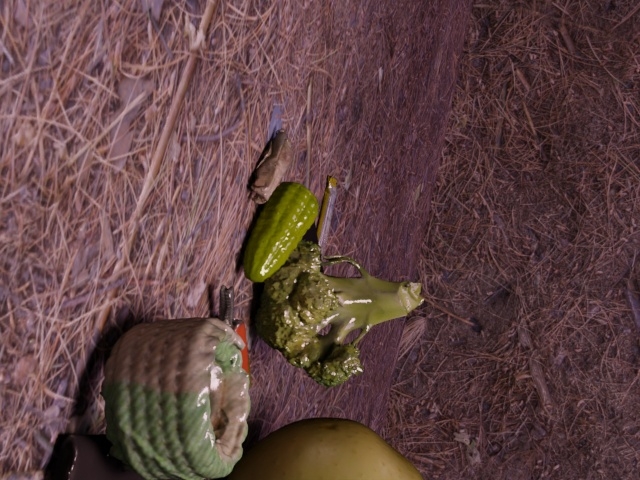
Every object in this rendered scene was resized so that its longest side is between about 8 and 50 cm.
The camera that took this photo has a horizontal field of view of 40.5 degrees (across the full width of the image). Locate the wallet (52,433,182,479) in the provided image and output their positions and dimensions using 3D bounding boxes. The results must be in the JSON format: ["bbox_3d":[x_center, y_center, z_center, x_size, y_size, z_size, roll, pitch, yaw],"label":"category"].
[{"bbox_3d":[-0.274,0.359,1.185,0.377,0.051,0.197,39,62,-71],"label":"wallet"}]

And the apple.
[{"bbox_3d":[0.009,0.561,1.652,0.473,0.473,0.474,12,90,-75],"label":"apple"}]

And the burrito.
[{"bbox_3d":[-0.084,-0.127,1.518,0.055,0.041,0.149,66,36,-43],"label":"burrito"}]

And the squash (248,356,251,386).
[{"bbox_3d":[-0.143,0.236,1.606,0.027,0.027,0.083,-58,155,-51],"label":"squash"}]

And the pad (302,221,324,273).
[{"bbox_3d":[-0.029,0.052,1.869,0.190,0.004,0.127,80,31,-41],"label":"pad"}]

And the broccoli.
[{"bbox_3d":[0.020,0.137,1.614,0.186,0.302,0.254,74,33,-69],"label":"broccoli"}]

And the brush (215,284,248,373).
[{"bbox_3d":[-0.159,0.197,1.491,0.070,0.051,0.323,-52,153,-46],"label":"brush"}]

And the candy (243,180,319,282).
[{"bbox_3d":[-0.078,-0.010,1.544,0.097,0.096,0.210,81,30,-52],"label":"candy"}]

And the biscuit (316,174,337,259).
[{"bbox_3d":[0.000,0.000,1.950,0.048,0.026,0.292,27,75,-70],"label":"biscuit"}]

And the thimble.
[{"bbox_3d":[-0.184,0.201,1.134,0.219,0.150,0.219,-3,90,-79],"label":"thimble"}]
